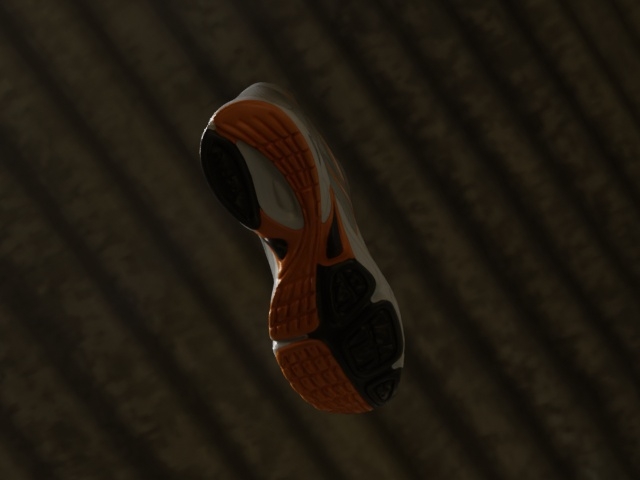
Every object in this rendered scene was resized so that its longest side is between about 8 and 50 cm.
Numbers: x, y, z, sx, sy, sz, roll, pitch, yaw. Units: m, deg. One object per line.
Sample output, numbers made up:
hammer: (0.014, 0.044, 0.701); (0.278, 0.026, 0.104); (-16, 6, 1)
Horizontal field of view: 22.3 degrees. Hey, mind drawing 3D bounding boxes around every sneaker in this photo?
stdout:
sneaker: (0.000, 0.000, 1.192); (0.121, 0.099, 0.262); (-72, -35, -65)
